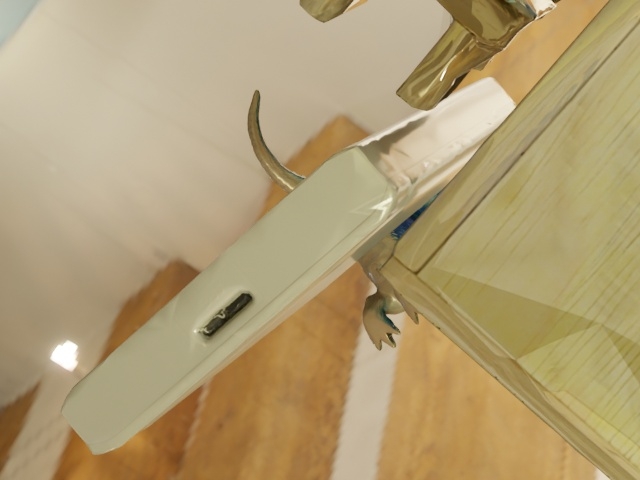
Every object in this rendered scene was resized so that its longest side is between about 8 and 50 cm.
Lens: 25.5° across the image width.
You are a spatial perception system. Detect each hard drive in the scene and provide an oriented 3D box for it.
[{"bbox_3d":[0.000,0.000,0.783,0.203,0.040,0.307,-41,177,21],"label":"hard drive"}]

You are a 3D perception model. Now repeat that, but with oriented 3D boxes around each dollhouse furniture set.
[{"bbox_3d":[0.202,-0.079,0.581,0.256,0.362,0.394,-49,177,22],"label":"dollhouse furniture set"}]

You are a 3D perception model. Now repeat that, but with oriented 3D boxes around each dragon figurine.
[{"bbox_3d":[0.058,-0.011,1.129,0.144,0.289,0.085,-40,173,-48],"label":"dragon figurine"}]
